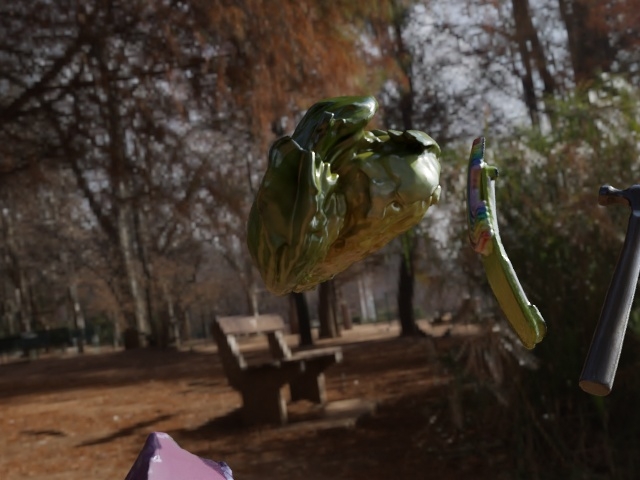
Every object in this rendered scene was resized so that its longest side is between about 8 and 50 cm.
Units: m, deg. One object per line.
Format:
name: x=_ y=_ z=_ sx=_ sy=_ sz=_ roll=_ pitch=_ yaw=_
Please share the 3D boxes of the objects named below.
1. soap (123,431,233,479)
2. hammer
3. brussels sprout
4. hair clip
soap: x=-0.124 y=0.230 z=0.582 sx=0.065 sy=0.203 sz=0.122 roll=29 pitch=5 yaw=-13
hammer: x=0.497 y=0.069 z=1.587 sx=0.168 sy=0.440 sz=0.044 roll=7 pitch=-41 yaw=28
brussels sprout: x=0.008 y=-0.025 z=0.621 sx=0.139 sy=0.100 sz=0.181 roll=-47 pitch=2 yaw=1
hair clip: x=0.140 y=0.005 z=0.776 sx=0.033 sy=0.188 sz=0.060 roll=-8 pitch=-36 yaw=-3
